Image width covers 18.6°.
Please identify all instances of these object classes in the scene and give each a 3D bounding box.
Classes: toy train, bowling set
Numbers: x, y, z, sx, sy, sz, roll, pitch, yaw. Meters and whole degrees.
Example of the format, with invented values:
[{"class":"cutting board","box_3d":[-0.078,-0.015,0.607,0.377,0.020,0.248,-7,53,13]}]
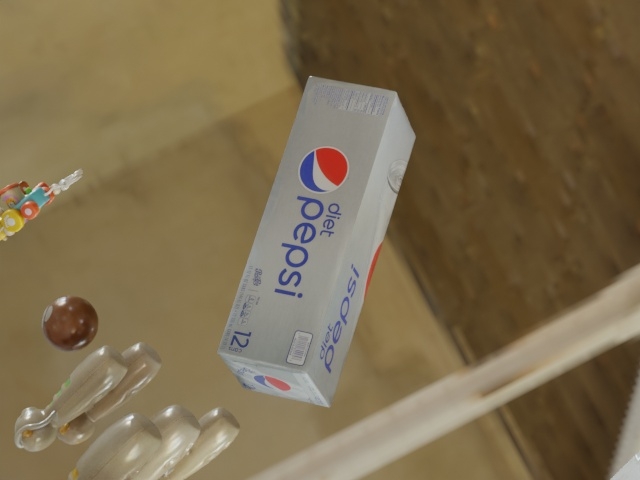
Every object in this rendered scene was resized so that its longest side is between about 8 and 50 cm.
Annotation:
[{"class":"toy train","box_3d":[-0.330,-0.047,2.173,0.046,0.125,0.166,49,-26,-7]},{"class":"bowling set","box_3d":[-0.219,0.168,1.855,0.200,0.154,0.287,50,10,16]}]

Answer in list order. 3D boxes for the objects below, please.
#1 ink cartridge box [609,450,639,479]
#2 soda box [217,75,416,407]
[{"class":"ink cartridge box","box_3d":[0.364,0.301,1.797,0.160,0.092,0.219,44,3,-24]},{"class":"soda box","box_3d":[0.000,0.000,1.788,0.091,0.286,0.098,11,-21,19]}]
